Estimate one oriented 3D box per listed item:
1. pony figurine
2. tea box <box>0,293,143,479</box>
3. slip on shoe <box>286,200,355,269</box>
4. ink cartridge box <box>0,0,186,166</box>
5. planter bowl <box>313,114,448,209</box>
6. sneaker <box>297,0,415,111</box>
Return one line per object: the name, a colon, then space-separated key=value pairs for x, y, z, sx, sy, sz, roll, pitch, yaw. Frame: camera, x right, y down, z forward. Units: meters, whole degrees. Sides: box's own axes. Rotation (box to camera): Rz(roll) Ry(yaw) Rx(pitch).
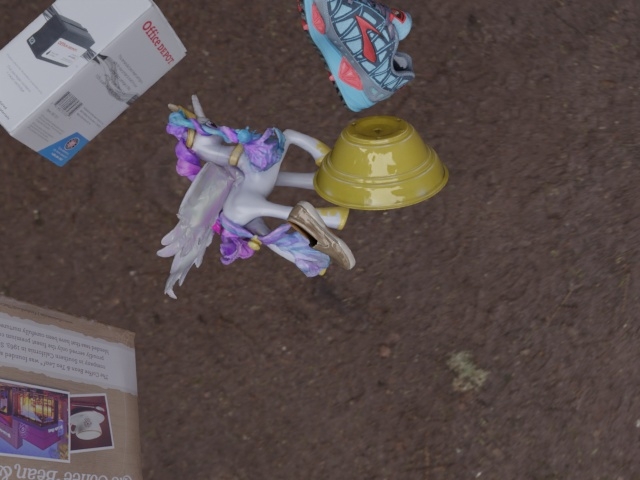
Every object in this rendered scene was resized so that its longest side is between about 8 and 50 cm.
pony figurine: x=-0.139 y=-0.068 z=1.638 sx=0.363 sy=0.303 sz=0.351 roll=19 pitch=67 yaw=-7
tea box: x=-0.422 y=0.210 z=1.005 sx=0.323 sy=0.329 sz=0.220 roll=-21 pitch=63 yaw=27
slip on shoe: x=0.000 y=0.000 z=1.423 sx=0.135 sy=0.041 sz=0.051 roll=52 pitch=155 yaw=-22
ink cartridge box: x=-0.399 y=-0.292 z=1.550 sx=0.307 sy=0.223 sz=0.129 roll=-42 pitch=79 yaw=-2
planter bowl: x=0.092 y=-0.138 z=1.452 sx=0.217 sy=0.217 sz=0.090 roll=12 pitch=126 yaw=28
sneaker: x=0.049 y=-0.281 z=1.167 sx=0.125 sy=0.262 sz=0.104 roll=-18 pitch=54 yaw=12
